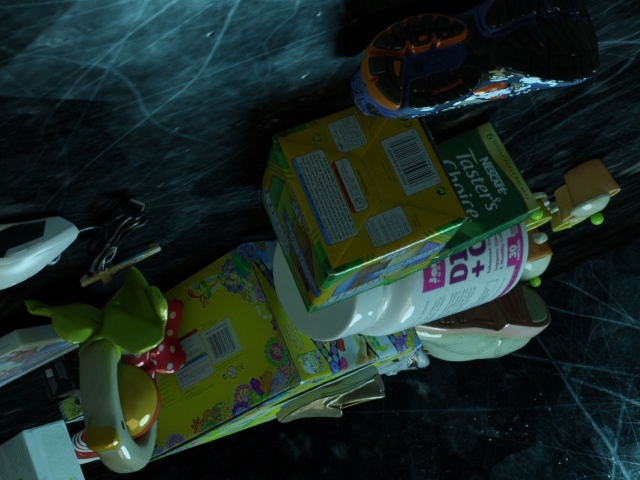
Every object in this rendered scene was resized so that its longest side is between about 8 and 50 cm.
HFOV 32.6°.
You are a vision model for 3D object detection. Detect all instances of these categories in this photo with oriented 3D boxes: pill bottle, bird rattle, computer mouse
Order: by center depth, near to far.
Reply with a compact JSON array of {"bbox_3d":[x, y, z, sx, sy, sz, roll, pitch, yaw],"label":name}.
[{"bbox_3d":[-0.231,0.013,0.881,0.193,0.042,0.106,-13,166,-42],"label":"computer mouse"},{"bbox_3d":[-0.217,0.142,1.156,0.143,0.206,0.253,-4,159,-1],"label":"bird rattle"},{"bbox_3d":[0.094,0.020,1.255,0.283,0.160,0.160,-14,166,-41],"label":"pill bottle"}]

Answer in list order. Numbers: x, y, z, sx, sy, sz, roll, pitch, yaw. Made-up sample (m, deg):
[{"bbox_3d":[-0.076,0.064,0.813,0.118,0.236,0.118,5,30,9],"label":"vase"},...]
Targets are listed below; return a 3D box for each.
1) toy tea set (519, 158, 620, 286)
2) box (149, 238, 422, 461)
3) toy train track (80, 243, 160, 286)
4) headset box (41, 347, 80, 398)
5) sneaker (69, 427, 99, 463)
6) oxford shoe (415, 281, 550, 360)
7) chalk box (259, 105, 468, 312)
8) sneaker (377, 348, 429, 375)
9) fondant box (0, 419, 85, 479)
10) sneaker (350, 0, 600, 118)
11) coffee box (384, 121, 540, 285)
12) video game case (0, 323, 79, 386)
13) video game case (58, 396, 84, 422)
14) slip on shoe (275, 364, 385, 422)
[{"bbox_3d":[0.382,-0.016,1.756,0.200,0.124,0.336,-23,169,-1],"label":"toy tea set"},{"bbox_3d":[-0.080,0.132,1.396,0.290,0.177,0.279,-31,166,32],"label":"box"},{"bbox_3d":[-0.196,0.021,1.066,0.083,0.014,0.048,-25,164,-12],"label":"toy train track"},{"bbox_3d":[-0.312,0.162,1.367,0.032,0.062,0.083,-25,168,13],"label":"headset box"},{"bbox_3d":[-0.410,0.399,2.228,0.128,0.087,0.221,-30,168,39],"label":"sneaker"},{"bbox_3d":[0.180,0.137,1.759,0.397,0.140,0.146,10,132,-25],"label":"oxford shoe"},{"bbox_3d":[0.028,-0.024,0.998,0.132,0.132,0.213,-21,168,-13],"label":"chalk box"},{"bbox_3d":[0.117,0.250,2.468,0.210,0.137,0.366,-24,164,6],"label":"sneaker"},{"bbox_3d":[-0.552,0.498,2.004,0.096,0.238,0.330,-10,163,-48],"label":"fondant box"},{"bbox_3d":[0.115,-0.139,0.818,0.221,0.083,0.087,-12,178,-26],"label":"sneaker"},{"bbox_3d":[0.123,-0.040,1.137,0.184,0.113,0.040,-23,166,-17],"label":"coffee box"},{"bbox_3d":[-0.354,0.137,1.230,0.183,0.023,0.201,-27,173,16],"label":"video game case"},{"bbox_3d":[-0.282,0.233,1.810,0.210,0.041,0.232,-28,168,23],"label":"video game case"},{"bbox_3d":[0.013,0.196,1.324,0.135,0.041,0.051,-22,168,-11],"label":"slip on shoe"}]
